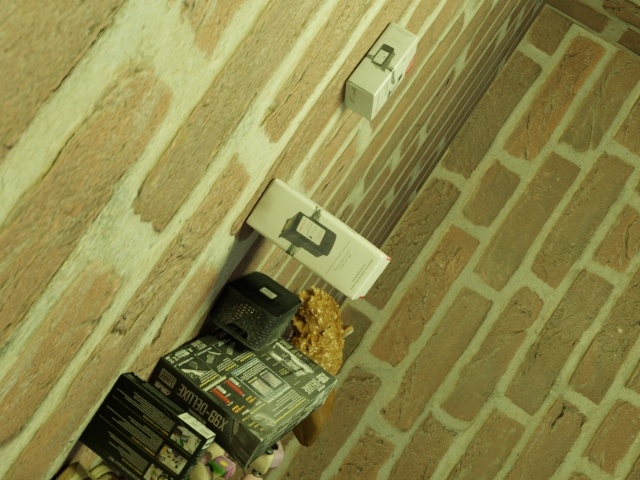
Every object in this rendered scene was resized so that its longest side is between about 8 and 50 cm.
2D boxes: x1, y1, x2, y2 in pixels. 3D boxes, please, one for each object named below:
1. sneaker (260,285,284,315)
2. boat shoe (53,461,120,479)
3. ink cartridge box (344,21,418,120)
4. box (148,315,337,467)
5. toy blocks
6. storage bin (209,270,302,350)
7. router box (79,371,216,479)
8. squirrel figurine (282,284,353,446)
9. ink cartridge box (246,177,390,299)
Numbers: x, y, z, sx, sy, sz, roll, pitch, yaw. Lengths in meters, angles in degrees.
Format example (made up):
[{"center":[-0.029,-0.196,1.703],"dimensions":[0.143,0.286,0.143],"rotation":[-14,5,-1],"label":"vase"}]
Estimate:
[{"center":[-0.115,0.145,1.911],"dimensions":[0.098,0.038,0.069],"rotation":[-59,174,-51],"label":"sneaker"},{"center":[-0.390,0.476,1.380],"dimensions":[0.123,0.123,0.342],"rotation":[-52,170,-21],"label":"boat shoe"},{"center":[0.113,-0.313,1.456],"dimensions":[0.150,0.063,0.109],"rotation":[-54,170,-13],"label":"ink cartridge box"},{"center":[-0.140,0.274,1.503],"dimensions":[0.307,0.242,0.076],"rotation":[-24,146,-61],"label":"box"},{"center":[-0.234,0.474,1.678],"dimensions":[0.309,0.289,0.260],"rotation":[-62,166,10],"label":"toy blocks"},{"center":[-0.127,0.138,1.569],"dimensions":[0.084,0.122,0.180],"rotation":[-59,170,15],"label":"storage bin"},{"center":[-0.279,0.316,1.249],"dimensions":[0.133,0.179,0.046],"rotation":[-56,168,1],"label":"router box"},{"center":[-0.021,0.314,2.246],"dimensions":[0.370,0.281,0.397],"rotation":[-55,175,-47],"label":"squirrel figurine"},{"center":[0.000,0.000,1.414],"dimensions":[0.100,0.237,0.172],"rotation":[-54,170,3],"label":"ink cartridge box"}]
